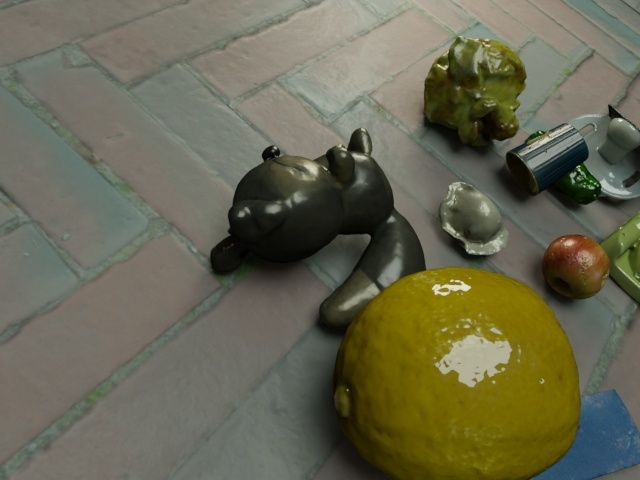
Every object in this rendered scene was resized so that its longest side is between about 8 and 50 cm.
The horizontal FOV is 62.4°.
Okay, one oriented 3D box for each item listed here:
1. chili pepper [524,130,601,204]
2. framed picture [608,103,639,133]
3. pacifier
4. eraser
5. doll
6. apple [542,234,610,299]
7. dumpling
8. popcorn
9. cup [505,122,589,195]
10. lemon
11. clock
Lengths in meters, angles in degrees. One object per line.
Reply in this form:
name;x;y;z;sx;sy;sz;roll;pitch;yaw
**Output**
chili pepper;0.636;-0.194;1.400;0.099;0.083;0.253;-20;58;-9
framed picture;0.907;-0.279;1.490;0.244;0.013;0.323;52;25;16
pacifier;0.779;-0.241;1.408;0.227;0.207;0.279;-33;72;-15
eraser;0.472;0.379;0.994;0.311;0.043;0.144;-5;60;-22
doll;0.011;-0.012;0.966;0.382;0.252;0.379;-28;71;-25
apple;0.569;0.053;1.176;0.146;0.146;0.147;9;56;-14
dumpling;0.336;-0.041;1.189;0.127;0.108;0.188;-37;90;-8
popcorn;0.392;-0.372;1.354;0.276;0.276;0.225;50;20;15
cup;0.562;-0.212;1.331;0.155;0.176;0.131;-31;112;5
lemon;0.176;0.213;0.819;0.364;0.364;0.364;9;56;-14
clock;0.850;0.078;1.291;0.235;0.096;0.308;-28;72;-32
